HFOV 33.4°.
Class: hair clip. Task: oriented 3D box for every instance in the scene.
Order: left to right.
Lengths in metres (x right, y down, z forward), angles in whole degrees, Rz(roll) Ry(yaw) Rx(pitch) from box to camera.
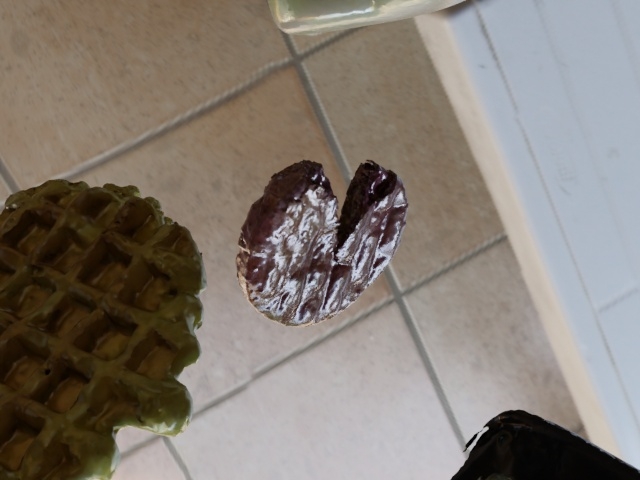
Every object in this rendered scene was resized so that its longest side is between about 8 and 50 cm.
[{"bbox_3d":[0.074,-0.157,0.512,0.218,0.159,0.071,-27,97,2],"label":"hair clip"}]

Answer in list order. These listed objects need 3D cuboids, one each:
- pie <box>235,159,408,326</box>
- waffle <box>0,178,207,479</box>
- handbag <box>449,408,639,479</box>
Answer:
[{"bbox_3d":[0.000,0.000,1.163,0.218,0.054,0.204,15,107,-49],"label":"pie"},{"bbox_3d":[-0.219,0.078,0.716,0.311,0.307,0.060,-24,131,-3],"label":"waffle"},{"bbox_3d":[0.147,0.286,0.602,0.303,0.329,0.122,-53,127,-9],"label":"handbag"}]
